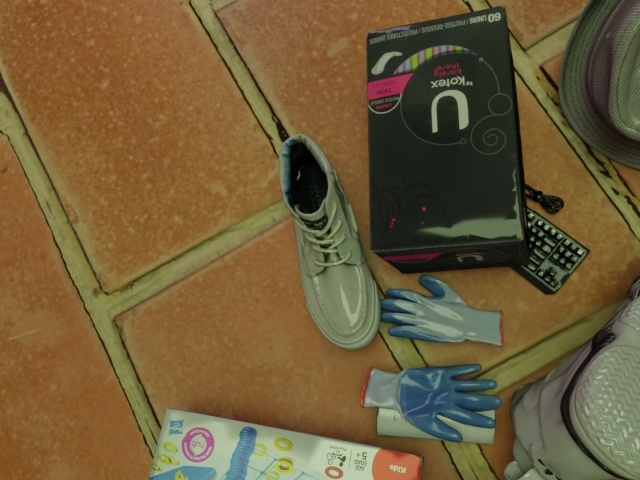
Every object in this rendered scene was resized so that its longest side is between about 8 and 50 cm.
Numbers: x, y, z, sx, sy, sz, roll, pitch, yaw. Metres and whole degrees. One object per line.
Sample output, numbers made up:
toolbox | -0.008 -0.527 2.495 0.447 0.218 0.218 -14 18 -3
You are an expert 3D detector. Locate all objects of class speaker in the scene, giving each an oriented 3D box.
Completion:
speaker | 0.136 0.208 0.720 0.136 0.055 0.055 2 79 9

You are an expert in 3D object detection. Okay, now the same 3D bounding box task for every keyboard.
keyboard | 0.251 -0.026 0.769 0.180 0.023 0.108 39 86 13

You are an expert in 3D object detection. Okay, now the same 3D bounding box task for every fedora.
fedora | 0.389 -0.194 0.659 0.244 0.124 0.275 41 123 11

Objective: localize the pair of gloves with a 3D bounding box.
pair of gloves | 0.136 0.132 0.722 0.160 0.023 0.198 9 61 12

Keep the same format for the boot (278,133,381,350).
boot | 0.000 0.000 0.730 0.095 0.123 0.258 -20 67 7

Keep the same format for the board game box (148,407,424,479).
board game box | -0.056 0.367 0.679 0.309 0.086 0.301 7 70 10

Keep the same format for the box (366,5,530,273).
box | 0.151 -0.108 0.721 0.165 0.143 0.270 -6 76 20

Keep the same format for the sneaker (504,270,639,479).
sneaker | 0.336 0.136 0.670 0.366 0.210 0.137 -33 73 -35
